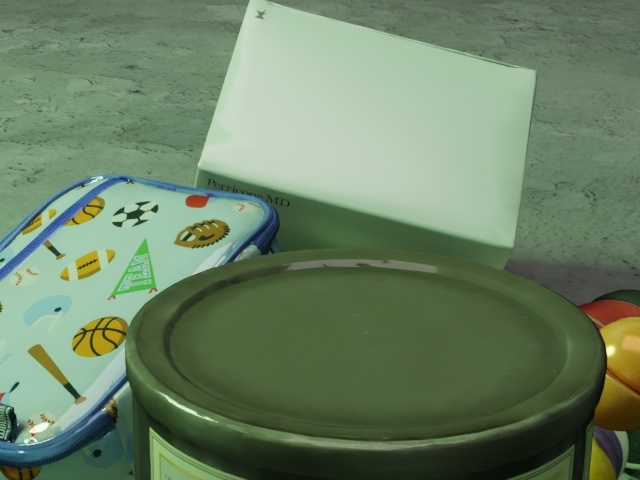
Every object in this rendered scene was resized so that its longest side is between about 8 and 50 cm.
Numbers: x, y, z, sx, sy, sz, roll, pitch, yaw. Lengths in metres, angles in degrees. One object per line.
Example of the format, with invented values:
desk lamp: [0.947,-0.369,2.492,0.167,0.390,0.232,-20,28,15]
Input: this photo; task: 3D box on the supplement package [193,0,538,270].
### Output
supplement package: [0.034,-0.062,1.251,0.261,0.145,0.204,14,53,-1]

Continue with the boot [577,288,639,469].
boot: [0.253,0.096,1.131,0.176,0.088,0.244,-7,19,-25]

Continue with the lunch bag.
lunch bag: [-0.176,0.073,1.027,0.243,0.115,0.303,13,42,34]

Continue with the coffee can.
coffee can: [0.016,0.166,0.660,0.201,0.275,0.201,1,20,0]

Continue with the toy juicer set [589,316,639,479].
toy juicer set: [0.206,0.160,0.744,0.209,0.089,0.329,4,53,2]

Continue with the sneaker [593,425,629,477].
sneaker: [0.059,0.135,0.996,0.283,0.107,0.124,10,28,22]
